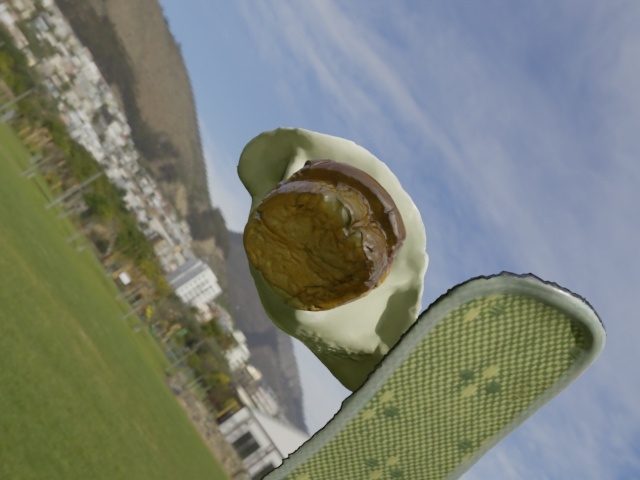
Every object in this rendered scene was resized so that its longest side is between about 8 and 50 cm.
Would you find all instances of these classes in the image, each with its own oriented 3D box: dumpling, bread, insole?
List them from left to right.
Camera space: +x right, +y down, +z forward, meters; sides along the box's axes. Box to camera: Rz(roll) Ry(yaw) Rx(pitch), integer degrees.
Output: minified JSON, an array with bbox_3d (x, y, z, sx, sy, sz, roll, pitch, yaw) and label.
[{"bbox_3d":[0.000,0.000,0.427,0.081,0.046,0.083,26,-63,15],"label":"bread"},{"bbox_3d":[0.017,0.017,0.678,0.166,0.126,0.216,-20,-111,44],"label":"dumpling"},{"bbox_3d":[0.023,0.127,0.416,0.109,0.322,0.007,23,38,-15],"label":"insole"}]
